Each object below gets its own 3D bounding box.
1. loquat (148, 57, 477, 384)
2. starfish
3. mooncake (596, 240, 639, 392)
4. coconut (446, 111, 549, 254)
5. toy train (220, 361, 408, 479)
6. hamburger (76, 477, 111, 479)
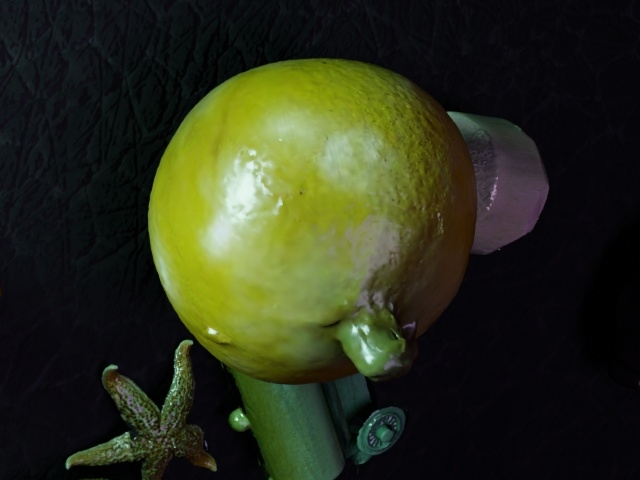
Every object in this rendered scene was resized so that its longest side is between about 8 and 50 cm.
[{"bbox_3d":[0.000,0.000,1.422,0.328,0.359,0.328,-14,138,-13],"label":"loquat"},{"bbox_3d":[-0.193,0.208,1.589,0.176,0.053,0.208,-24,123,-21],"label":"starfish"},{"bbox_3d":[0.516,0.093,2.147,0.283,0.141,0.283,-29,129,-42],"label":"mooncake"},{"bbox_3d":[0.176,-0.061,1.702,0.183,0.171,0.171,12,105,-45],"label":"coconut"},{"bbox_3d":[-0.010,0.166,1.677,0.189,0.126,0.307,-37,135,-23],"label":"toy train"},{"bbox_3d":[-0.249,0.380,1.554,0.285,0.134,0.265,-26,139,-36],"label":"hamburger"}]
